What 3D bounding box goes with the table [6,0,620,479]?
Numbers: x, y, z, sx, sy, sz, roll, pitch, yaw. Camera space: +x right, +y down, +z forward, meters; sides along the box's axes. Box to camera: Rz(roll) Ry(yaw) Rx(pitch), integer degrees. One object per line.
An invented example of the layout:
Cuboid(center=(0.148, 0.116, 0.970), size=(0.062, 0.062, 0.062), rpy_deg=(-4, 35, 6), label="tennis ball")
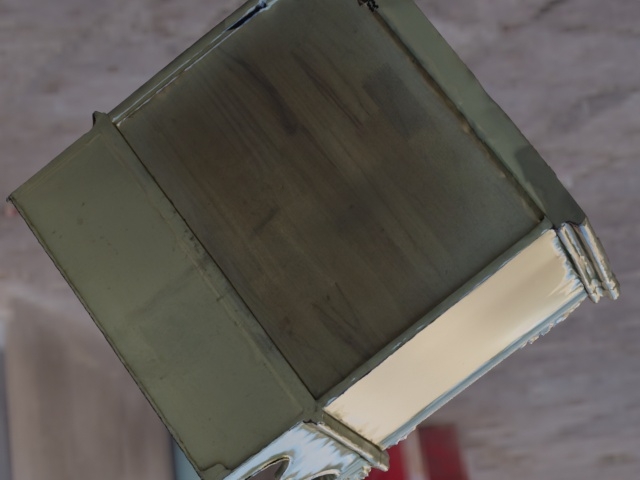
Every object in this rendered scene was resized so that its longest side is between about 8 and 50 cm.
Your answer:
Cuboid(center=(0.000, 0.000, 0.366), size=(0.083, 0.079, 0.062), rpy_deg=(-38, 160, 2), label="table")
